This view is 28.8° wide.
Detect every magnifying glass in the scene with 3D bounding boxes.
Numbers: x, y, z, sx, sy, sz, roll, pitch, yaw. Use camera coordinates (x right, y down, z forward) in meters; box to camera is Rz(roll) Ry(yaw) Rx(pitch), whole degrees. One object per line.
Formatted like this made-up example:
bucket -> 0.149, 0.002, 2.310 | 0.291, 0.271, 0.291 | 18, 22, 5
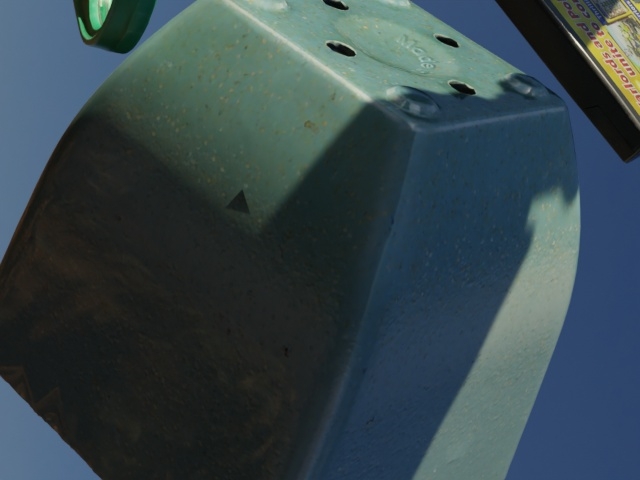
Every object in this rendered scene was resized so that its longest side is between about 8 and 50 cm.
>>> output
magnifying glass -> -0.117, -0.145, 0.642 | 0.231, 0.026, 0.092 | -154, -106, -68

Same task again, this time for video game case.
video game case -> 0.224, -0.208, 0.963 | 0.274, 0.248, 0.035 | 55, -42, 11

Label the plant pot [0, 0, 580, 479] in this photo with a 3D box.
plant pot -> 0.000, 0.000, 0.688 | 0.248, 0.247, 0.252 | 39, -59, 28
